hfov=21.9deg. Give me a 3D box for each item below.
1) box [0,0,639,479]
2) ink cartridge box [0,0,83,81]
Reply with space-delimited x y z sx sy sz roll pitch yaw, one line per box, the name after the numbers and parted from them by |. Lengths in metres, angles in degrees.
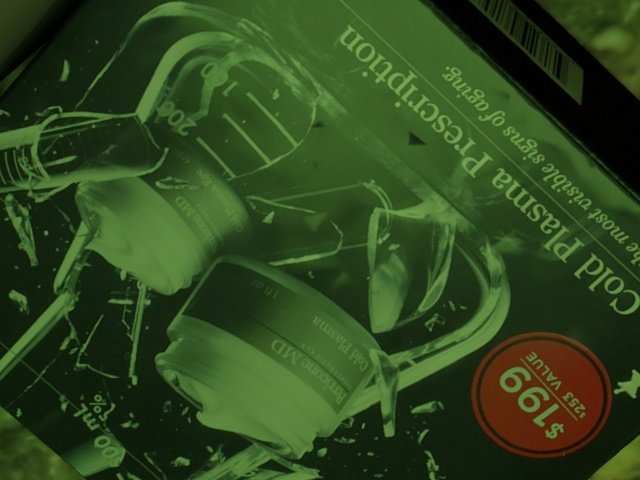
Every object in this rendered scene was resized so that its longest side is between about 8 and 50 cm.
0.000 0.000 0.876 0.343 0.179 0.312 42 112 -7 | box
-0.100 -0.183 0.718 0.091 0.308 0.385 45 123 -8 | ink cartridge box
